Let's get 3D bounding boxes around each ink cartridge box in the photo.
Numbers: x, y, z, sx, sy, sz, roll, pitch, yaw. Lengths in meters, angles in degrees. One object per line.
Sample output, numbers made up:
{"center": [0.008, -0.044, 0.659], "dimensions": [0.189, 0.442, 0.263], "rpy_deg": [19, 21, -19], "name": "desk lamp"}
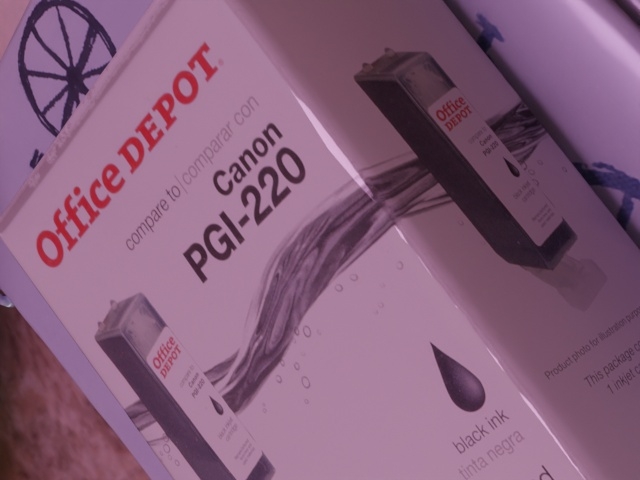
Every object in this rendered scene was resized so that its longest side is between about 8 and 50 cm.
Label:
{"center": [0.012, 0.025, 0.527], "dimensions": [0.218, 0.092, 0.158], "rpy_deg": [54, 133, 10], "name": "ink cartridge box"}

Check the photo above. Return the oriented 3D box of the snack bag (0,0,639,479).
{"center": [0.000, 0.000, 0.614], "dimensions": [0.323, 0.037, 0.342], "rpy_deg": [49, 132, 12], "name": "snack bag"}
